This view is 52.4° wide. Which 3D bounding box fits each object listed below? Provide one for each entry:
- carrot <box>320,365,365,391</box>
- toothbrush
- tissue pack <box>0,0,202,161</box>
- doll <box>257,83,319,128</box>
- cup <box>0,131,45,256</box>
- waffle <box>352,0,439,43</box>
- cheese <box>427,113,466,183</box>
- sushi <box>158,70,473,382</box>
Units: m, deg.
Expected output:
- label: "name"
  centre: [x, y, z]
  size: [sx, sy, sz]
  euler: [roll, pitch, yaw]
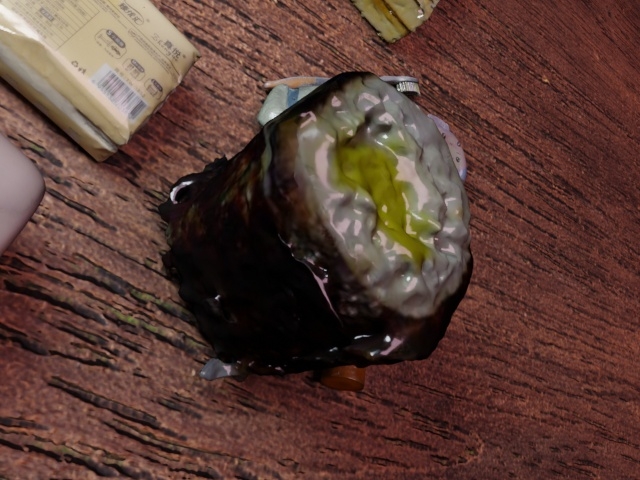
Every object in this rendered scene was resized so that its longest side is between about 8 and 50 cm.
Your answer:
- label: "carrot"
  centre: [0.040, 0.102, 0.910]
  size: [0.061, 0.061, 0.210]
  euler: [29, 54, -31]
- label: "toothbrush"
  centre: [0.049, -0.256, 1.073]
  size: [0.375, 0.028, 0.037]
  euler: [-12, 89, -44]
- label: "tissue pack"
  centre: [-0.269, -0.226, 0.733]
  size: [0.222, 0.090, 0.186]
  euler: [42, 53, -21]
- label: "doll"
  centre: [-0.002, -0.180, 0.970]
  size: [0.213, 0.071, 0.104]
  euler: [1, 61, -33]
- label: "cup"
  centre: [-0.372, -0.022, 0.515]
  size: [0.200, 0.191, 0.253]
  euler: [43, 80, -25]
- label: "waffle"
  centre: [0.146, -0.567, 1.219]
  size: [0.261, 0.114, 0.376]
  euler: [47, 49, -19]
- label: "cheese"
  centre: [0.213, -0.111, 1.147]
  size: [0.135, 0.052, 0.245]
  euler: [19, 62, -36]
- label: "sushi"
  centre: [-0.001, 0.000, 0.746]
  size: [0.281, 0.294, 0.300]
  euler: [-19, 88, -48]
